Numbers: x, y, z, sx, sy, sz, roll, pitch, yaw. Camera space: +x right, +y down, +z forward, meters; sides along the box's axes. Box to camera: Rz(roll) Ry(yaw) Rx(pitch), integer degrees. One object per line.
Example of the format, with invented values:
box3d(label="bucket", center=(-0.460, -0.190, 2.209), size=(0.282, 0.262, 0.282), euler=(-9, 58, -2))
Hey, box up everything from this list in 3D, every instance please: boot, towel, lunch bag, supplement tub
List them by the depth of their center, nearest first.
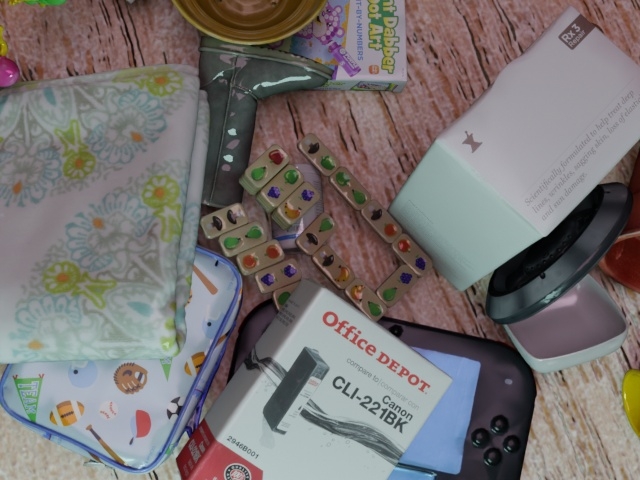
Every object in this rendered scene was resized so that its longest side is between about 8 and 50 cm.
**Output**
box3d(label="towel", center=(-0.300, -0.035, 1.253), size=(0.321, 0.090, 0.374), euler=(-5, 61, 14))
box3d(label="lunch bag", center=(-0.235, 0.131, 1.313), size=(0.243, 0.115, 0.303), euler=(25, 79, -3))
box3d(label="boot", center=(-0.092, -0.140, 1.358), size=(0.190, 0.076, 0.208), euler=(11, 93, 8))
box3d(label="supplement tub", center=(-0.030, -0.039, 1.377), size=(0.071, 0.071, 0.107), euler=(-3, 81, -6))

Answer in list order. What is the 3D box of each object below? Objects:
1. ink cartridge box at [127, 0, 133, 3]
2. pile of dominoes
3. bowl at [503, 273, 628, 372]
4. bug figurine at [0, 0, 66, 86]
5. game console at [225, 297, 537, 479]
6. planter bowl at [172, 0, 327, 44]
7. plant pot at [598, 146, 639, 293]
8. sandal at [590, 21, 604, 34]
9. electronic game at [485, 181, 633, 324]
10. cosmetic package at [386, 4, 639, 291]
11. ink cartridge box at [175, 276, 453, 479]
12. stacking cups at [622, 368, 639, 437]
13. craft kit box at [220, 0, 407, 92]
box3d(label="ink cartridge box", center=(-0.199, -0.529, 1.320), size=(0.160, 0.279, 0.384), euler=(39, 80, 26))
box3d(label="pile of dominoes", center=(0.000, 0.000, 1.318), size=(0.251, 0.040, 0.196), euler=(47, 70, -3))
box3d(label="bowl", center=(0.306, 0.110, 1.367), size=(0.142, 0.142, 0.053), euler=(-17, 128, -7))
box3d(label="bug figurine", center=(-0.404, -0.268, 1.331), size=(0.072, 0.216, 0.279), euler=(39, 76, -41))
box3d(label="game console", center=(0.061, 0.265, 1.344), size=(0.387, 0.060, 0.342), euler=(13, 80, -2))
box3d(label="planter bowl", center=(-0.091, -0.337, 1.356), size=(0.217, 0.090, 0.217), euler=(1, 81, -5))
box3d(label="plant pot", center=(0.509, -0.076, 1.348), size=(0.272, 0.272, 0.265), euler=(17, 72, -2))
box3d(label="sandal", center=(0.330, -0.209, 1.452), size=(0.072, 0.049, 0.180), euler=(15, 95, 3))
box3d(label="electronic game", center=(0.289, 0.015, 1.311), size=(0.048, 0.229, 0.229), euler=(44, 80, -8))
box3d(label="cosmetic package", center=(0.219, -0.087, 1.247), size=(0.156, 0.385, 0.217), euler=(44, 80, 3))
box3d(label="ink cartridge box", center=(-0.008, 0.208, 1.248), size=(0.197, 0.114, 0.273), euler=(36, 85, -12))
box3d(label="stacking cups", center=(0.555, 0.180, 1.389), size=(0.316, 0.096, 0.096), euler=(-11, 82, -10))
box3d(label="craft kit box", center=(-0.011, -0.323, 1.434), size=(0.247, 0.061, 0.249), euler=(-1, 81, -8))
